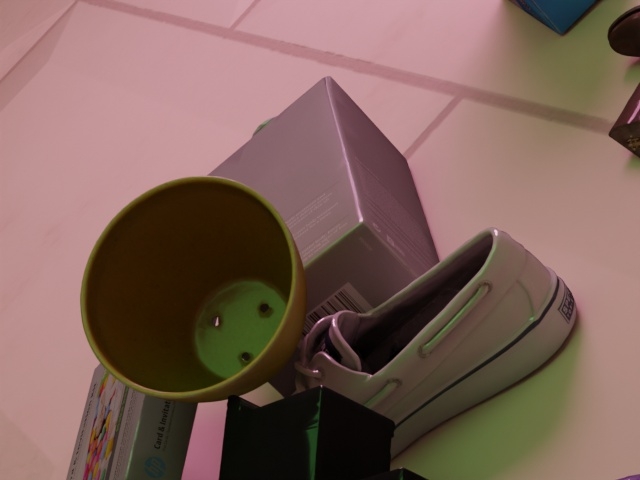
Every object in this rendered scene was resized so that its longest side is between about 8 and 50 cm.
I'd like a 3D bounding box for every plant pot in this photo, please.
[{"bbox_3d":[-0.062,0.041,1.159,0.134,0.095,0.134,-7,68,18],"label":"plant pot"}]

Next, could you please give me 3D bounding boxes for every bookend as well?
[{"bbox_3d":[0.020,0.146,1.038,0.156,0.072,0.157,-24,49,39],"label":"bookend"}]

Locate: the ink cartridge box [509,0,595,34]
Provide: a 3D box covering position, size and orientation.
[{"bbox_3d":[0.122,-0.254,1.424,0.082,0.191,0.139,-43,25,3],"label":"ink cartridge box"}]

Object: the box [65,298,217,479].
[{"bbox_3d":[-0.122,0.121,1.275,0.186,0.038,0.145,133,153,-59],"label":"box"}]

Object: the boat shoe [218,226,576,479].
[{"bbox_3d":[0.027,0.078,1.172,0.258,0.084,0.095,-37,26,16],"label":"boat shoe"}]

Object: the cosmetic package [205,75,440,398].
[{"bbox_3d":[0.000,0.000,1.322,0.127,0.107,0.238,-38,22,16],"label":"cosmetic package"}]

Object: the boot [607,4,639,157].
[{"bbox_3d":[0.204,-0.099,1.245,0.106,0.037,0.114,-10,45,54],"label":"boot"}]

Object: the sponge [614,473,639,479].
[{"bbox_3d":[0.204,0.104,0.793,0.210,0.031,0.117,-17,5,14],"label":"sponge"}]
